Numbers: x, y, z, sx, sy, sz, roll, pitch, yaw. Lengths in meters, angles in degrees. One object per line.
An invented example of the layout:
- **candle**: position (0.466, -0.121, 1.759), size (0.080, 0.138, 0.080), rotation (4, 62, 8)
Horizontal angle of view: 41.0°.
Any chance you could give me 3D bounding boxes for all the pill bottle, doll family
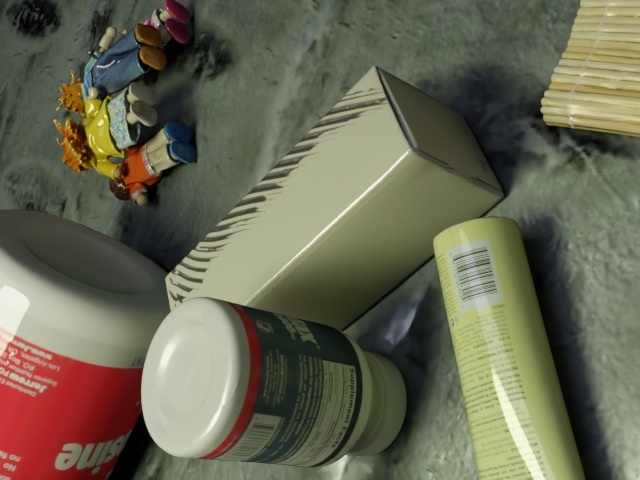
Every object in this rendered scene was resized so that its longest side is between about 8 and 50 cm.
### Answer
- **pill bottle**: position (-0.026, 0.108, 0.619), size (0.108, 0.180, 0.108), rotation (-19, 63, 42)
- **doll family**: position (-0.242, -0.167, 0.994), size (0.163, 0.118, 0.263), rotation (-25, 59, 40)
- **pill bottle**: position (-0.318, 0.193, 0.869), size (0.229, 0.229, 0.407), rotation (40, 106, 46)

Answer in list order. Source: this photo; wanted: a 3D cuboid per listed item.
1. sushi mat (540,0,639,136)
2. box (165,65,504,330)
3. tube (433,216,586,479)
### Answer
- **sushi mat**: position (0.280, -0.121, 0.491), size (0.316, 0.019, 0.151), rotation (19, 90, 49)
- **box**: position (0.000, 0.000, 0.683), size (0.275, 0.113, 0.094), rotation (-42, 48, 28)
- **tube**: position (0.125, 0.105, 0.557), size (0.062, 0.070, 0.240), rotation (-11, 69, 5)
